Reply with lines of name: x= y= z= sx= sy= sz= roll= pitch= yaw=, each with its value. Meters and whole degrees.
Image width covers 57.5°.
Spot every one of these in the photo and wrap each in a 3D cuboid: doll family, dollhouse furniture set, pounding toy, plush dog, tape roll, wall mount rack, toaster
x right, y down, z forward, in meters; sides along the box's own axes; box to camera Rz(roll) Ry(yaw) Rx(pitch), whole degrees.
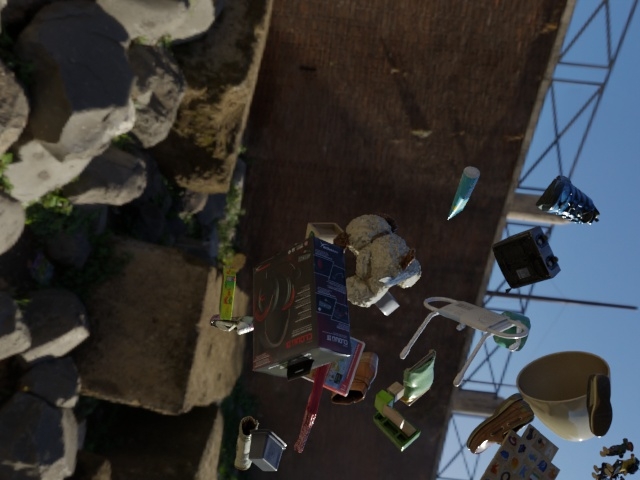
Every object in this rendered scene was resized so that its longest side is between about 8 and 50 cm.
doll family: x=0.808 y=0.623 z=1.576 sx=0.076 sy=0.111 sz=0.193 roll=-118 pitch=-151 yaw=-53
dollhouse furniture set: x=0.348 y=0.565 z=2.086 sx=0.301 sy=0.151 sz=0.197 roll=-30 pitch=141 yaw=-30
pounding toy: x=0.000 y=0.000 z=2.066 sx=0.130 sy=0.141 sz=0.100 roll=-131 pitch=-135 yaw=-56
plush dog: x=0.156 y=0.025 z=1.622 sx=0.225 sy=0.262 sz=0.210 roll=53 pitch=-32 yaw=24
tape roll: x=0.246 y=0.221 z=2.540 sx=0.072 sy=0.219 sz=0.219 roll=-41 pitch=-177 yaw=3
wall mount rack: x=0.417 y=0.283 z=1.721 sx=0.350 sy=0.304 sz=0.130 roll=18 pitch=-65 yaw=49
toaster: x=0.665 y=0.060 z=1.897 sx=0.186 sy=0.110 sz=0.168 roll=-28 pitch=-94 yaw=48

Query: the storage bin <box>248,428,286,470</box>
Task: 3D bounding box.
storage bin: x=-0.185 y=0.686 z=1.896 sx=0.091 sy=0.098 sz=0.135 roll=-78 pitch=148 yaw=-41

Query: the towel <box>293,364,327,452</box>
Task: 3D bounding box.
towel: x=-0.028 y=0.488 z=1.741 sx=0.275 sy=0.031 sz=0.199 roll=105 pitch=2 yaw=-46

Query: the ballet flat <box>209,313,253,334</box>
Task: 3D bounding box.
ballet flat: x=-0.376 y=0.368 z=2.534 sx=0.079 sy=0.222 sz=0.077 roll=-75 pitch=171 yaw=-62

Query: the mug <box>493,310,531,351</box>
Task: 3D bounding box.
mug: x=0.669 y=0.305 z=2.051 sx=0.129 sy=0.097 sz=0.157 roll=-69 pitch=176 yaw=-55

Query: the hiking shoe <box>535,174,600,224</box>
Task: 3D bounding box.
hiking shoe: x=0.729 y=-0.110 z=1.686 sx=0.304 sy=0.132 sz=0.113 roll=-4 pitch=129 yaw=-52

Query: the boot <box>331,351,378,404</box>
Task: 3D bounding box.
boot: x=0.078 y=0.527 z=2.131 sx=0.109 sy=0.283 sz=0.220 roll=61 pitch=28 yaw=-17

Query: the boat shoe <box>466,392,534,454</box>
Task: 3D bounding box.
boat shoe: x=0.630 y=0.676 z=2.059 sx=0.104 sy=0.111 sz=0.307 roll=55 pitch=-50 yaw=38

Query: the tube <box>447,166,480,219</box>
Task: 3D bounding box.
tube: x=0.471 y=-0.154 z=1.927 sx=0.052 sy=0.080 sz=0.207 roll=49 pitch=-27 yaw=27

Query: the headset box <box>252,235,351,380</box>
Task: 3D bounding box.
headset box: x=-0.048 y=0.170 z=1.332 sx=0.218 sy=0.110 sz=0.293 roll=-27 pitch=-126 yaw=38

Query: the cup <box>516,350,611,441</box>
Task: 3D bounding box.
cup: x=0.931 y=0.599 z=2.175 sx=0.331 sy=0.331 sz=0.237 roll=-83 pitch=151 yaw=-75

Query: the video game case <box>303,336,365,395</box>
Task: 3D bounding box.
video game case: x=-0.010 y=0.378 z=1.970 sx=0.025 sy=0.285 sz=0.204 roll=111 pitch=3 yaw=-53

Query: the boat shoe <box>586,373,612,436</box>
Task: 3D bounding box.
boat shoe: x=0.693 y=0.410 z=1.457 sx=0.049 sy=0.056 sz=0.152 roll=145 pitch=-45 yaw=-78

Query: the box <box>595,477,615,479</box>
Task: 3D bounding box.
box: x=0.905 y=0.859 z=1.835 sx=0.051 sy=0.175 sz=0.220 roll=-126 pitch=-123 yaw=-69

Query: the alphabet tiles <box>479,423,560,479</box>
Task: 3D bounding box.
alphabet tiles: x=0.692 y=0.825 z=2.029 sx=0.342 sy=0.285 sz=0.011 roll=-54 pitch=-162 yaw=-11

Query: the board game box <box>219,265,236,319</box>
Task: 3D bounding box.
board game box: x=-0.354 y=0.197 z=2.211 sx=0.092 sy=0.043 sz=0.181 roll=-120 pitch=-143 yaw=-67

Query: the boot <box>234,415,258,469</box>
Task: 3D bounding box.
boot: x=-0.269 y=0.722 z=2.178 sx=0.213 sy=0.077 sz=0.165 roll=-78 pitch=177 yaw=-71
